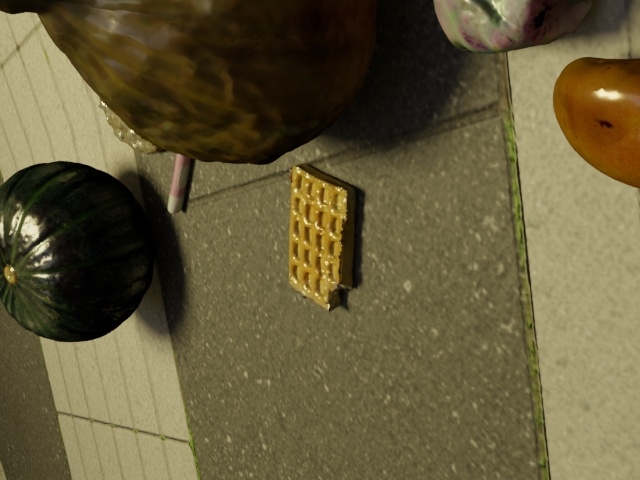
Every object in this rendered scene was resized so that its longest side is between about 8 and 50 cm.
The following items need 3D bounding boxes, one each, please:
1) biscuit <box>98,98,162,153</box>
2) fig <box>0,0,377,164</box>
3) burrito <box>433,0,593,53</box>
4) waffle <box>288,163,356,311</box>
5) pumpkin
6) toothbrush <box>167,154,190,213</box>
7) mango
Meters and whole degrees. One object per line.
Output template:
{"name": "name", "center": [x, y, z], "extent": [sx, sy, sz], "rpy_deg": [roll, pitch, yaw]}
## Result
{"name": "biscuit", "center": [-0.210, -0.180, 1.037], "extent": [0.250, 0.032, 0.133], "rpy_deg": [-43, 69, 52]}
{"name": "fig", "center": [-0.144, -0.197, 0.653], "extent": [0.286, 0.369, 0.286], "rpy_deg": [9, 101, 55]}
{"name": "burrito", "center": [0.106, -0.231, 0.520], "extent": [0.144, 0.089, 0.228], "rpy_deg": [15, 114, 54]}
{"name": "waffle", "center": [0.000, 0.000, 0.825], "extent": [0.092, 0.021, 0.135], "rpy_deg": [28, 126, 46]}
{"name": "pumpkin", "center": [-0.334, 0.015, 1.154], "extent": [0.250, 0.216, 0.249], "rpy_deg": [4, 103, 19]}
{"name": "toothbrush", "center": [-0.149, -0.140, 0.979], "extent": [0.025, 0.020, 0.286], "rpy_deg": [43, 136, 28]}
{"name": "mango", "center": [0.182, -0.073, 0.501], "extent": [0.114, 0.060, 0.080], "rpy_deg": [36, 147, 39]}
